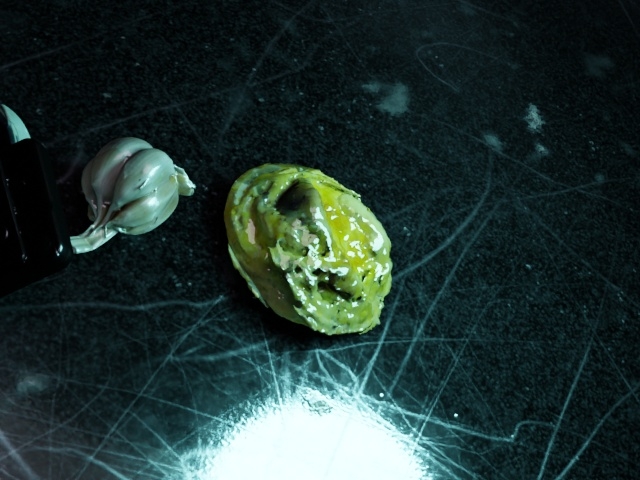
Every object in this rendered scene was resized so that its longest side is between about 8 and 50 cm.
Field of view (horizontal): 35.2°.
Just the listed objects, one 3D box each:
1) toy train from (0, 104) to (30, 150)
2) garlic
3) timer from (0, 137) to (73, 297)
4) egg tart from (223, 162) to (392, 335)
[{"bbox_3d":[-0.385,-0.079,1.330,0.048,0.055,0.252,2,56,-36],"label":"toy train"},{"bbox_3d":[-0.275,-0.056,1.347,0.131,0.127,0.194,18,50,43],"label":"garlic"},{"bbox_3d":[-0.390,-0.027,1.239,0.144,0.055,0.187,-25,63,7],"label":"timer"},{"bbox_3d":[0.000,0.000,1.455,0.297,0.132,0.297,19,51,-25],"label":"egg tart"}]
